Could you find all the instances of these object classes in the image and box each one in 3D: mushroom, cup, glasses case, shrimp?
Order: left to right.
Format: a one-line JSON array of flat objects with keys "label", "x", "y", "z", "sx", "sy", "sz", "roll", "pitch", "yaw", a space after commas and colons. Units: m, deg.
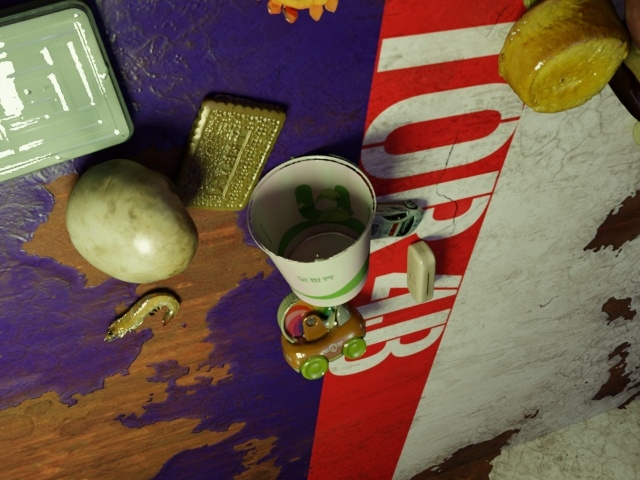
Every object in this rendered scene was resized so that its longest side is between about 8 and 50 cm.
[{"label": "mushroom", "x": -0.333, "y": -0.028, "z": 1.232, "sx": 0.255, "sy": 0.184, "sz": 0.255, "roll": 7, "pitch": 138, "yaw": 6}, {"label": "shrimp", "x": -0.392, "y": 0.177, "z": 1.544, "sx": 0.178, "sy": 0.034, "sz": 0.124, "roll": -42, "pitch": 146, "yaw": 8}, {"label": "cup", "x": 0.000, "y": 0.000, "z": 1.431, "sx": 0.253, "sy": 0.253, "sz": 0.274, "roll": -25, "pitch": 147, "yaw": -5}, {"label": "glasses case", "x": 0.261, "y": 0.084, "z": 1.794, "sx": 0.050, "sy": 0.083, "sz": 0.196, "roll": -19, "pitch": 139, "yaw": -10}]

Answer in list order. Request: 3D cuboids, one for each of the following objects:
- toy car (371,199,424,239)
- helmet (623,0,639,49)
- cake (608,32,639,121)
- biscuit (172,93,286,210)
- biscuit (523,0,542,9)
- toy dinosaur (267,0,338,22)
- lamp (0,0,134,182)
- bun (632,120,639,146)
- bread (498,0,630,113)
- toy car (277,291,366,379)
[{"label": "toy car", "x": 0.158, "y": -0.043, "z": 1.615, "sx": 0.205, "sy": 0.056, "sz": 0.095, "roll": -2, "pitch": 133, "yaw": -29}, {"label": "helmet", "x": 0.682, "y": -0.410, "z": 1.187, "sx": 0.230, "sy": 0.385, "sz": 0.337, "roll": -24, "pitch": 154, "yaw": -33}, {"label": "cake", "x": 0.718, "y": -0.371, "z": 1.474, "sx": 0.178, "sy": 0.207, "sz": 0.185, "roll": -32, "pitch": 100, "yaw": 20}, {"label": "biscuit", "x": -0.177, "y": -0.157, "z": 1.310, "sx": 0.172, "sy": 0.029, "sz": 0.254, "roll": 3, "pitch": 131, "yaw": -33}, {"label": "biscuit", "x": 0.432, "y": -0.478, "z": 1.330, "sx": 0.084, "sy": 0.023, "sz": 0.084, "roll": -17, "pitch": 140, "yaw": -15}, {"label": "toy dinosaur", "x": -0.014, "y": -0.407, "z": 1.108, "sx": 0.288, "sy": 0.070, "sz": 0.117, "roll": -12, "pitch": 149, "yaw": -14}, {"label": "lamp", "x": -0.448, "y": -0.225, "z": 1.057, "sx": 0.266, "sy": 0.047, "sz": 0.269, "roll": -21, "pitch": 141, "yaw": -12}, {"label": "bun", "x": 0.847, "y": -0.288, "z": 1.753, "sx": 0.115, "sy": 0.069, "sz": 0.115, "roll": -6, "pitch": 119, "yaw": -11}, {"label": "bread", "x": 0.478, "y": -0.370, "z": 1.366, "sx": 0.268, "sy": 0.145, "sz": 0.268, "roll": -13, "pitch": 152, "yaw": -7}, {"label": "toy car", "x": -0.008, "y": 0.209, "z": 1.744, "sx": 0.235, "sy": 0.145, "sz": 0.235, "roll": -10, "pitch": 121, "yaw": -16}]
